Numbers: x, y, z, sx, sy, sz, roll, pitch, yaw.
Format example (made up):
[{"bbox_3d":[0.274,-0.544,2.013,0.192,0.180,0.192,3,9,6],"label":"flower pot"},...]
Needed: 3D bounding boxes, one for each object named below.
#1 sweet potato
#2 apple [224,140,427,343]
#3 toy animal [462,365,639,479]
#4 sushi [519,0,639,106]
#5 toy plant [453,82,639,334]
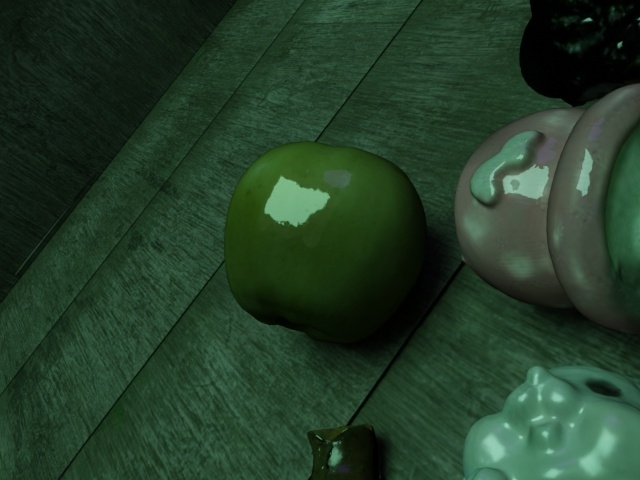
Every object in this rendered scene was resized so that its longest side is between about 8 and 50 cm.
[{"bbox_3d":[0.055,0.282,0.620,0.112,0.085,0.286,-45,34,0],"label":"sweet potato"},{"bbox_3d":[0.000,0.000,0.812,0.262,0.262,0.262,-30,39,28],"label":"apple"},{"bbox_3d":[0.191,0.227,0.444,0.249,0.174,0.289,11,59,49],"label":"toy animal"},{"bbox_3d":[0.346,-0.310,0.583,0.328,0.285,0.329,-24,7,-21],"label":"sushi"},{"bbox_3d":[0.277,0.001,0.526,0.356,0.211,0.316,12,75,53],"label":"toy plant"}]
